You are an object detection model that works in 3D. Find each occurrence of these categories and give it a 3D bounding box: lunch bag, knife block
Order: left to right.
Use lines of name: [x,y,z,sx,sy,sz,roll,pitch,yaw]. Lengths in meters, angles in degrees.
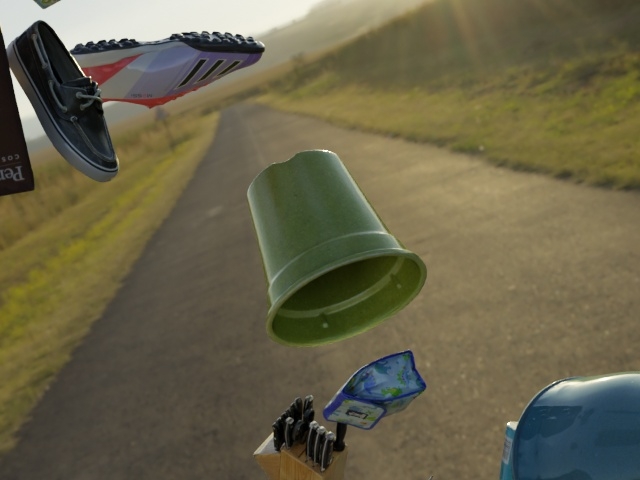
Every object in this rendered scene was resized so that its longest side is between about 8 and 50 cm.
knife block: [0.001,0.416,1.953,0.242,0.275,0.088,-14,24,51]
lunch bag: [0.087,0.261,1.794,0.151,0.096,0.129,-13,-23,-22]

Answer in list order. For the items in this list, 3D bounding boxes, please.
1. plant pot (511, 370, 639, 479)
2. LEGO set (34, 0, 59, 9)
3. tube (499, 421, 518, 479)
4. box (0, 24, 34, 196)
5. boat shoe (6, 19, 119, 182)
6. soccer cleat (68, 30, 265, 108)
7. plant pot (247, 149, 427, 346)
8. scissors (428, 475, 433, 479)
plant pot: [0.435,0.291,1.374,0.272,0.271,0.255,-28,-3,-31]
LEGO set: [-0.456,-0.513,1.960,0.244,0.060,0.182,-25,-24,9]
tube: [0.290,0.382,1.607,0.052,0.207,0.080,13,11,16]
box: [-0.472,-0.228,1.240,0.191,0.381,0.143,-13,12,-17]
boat shoe: [-0.317,-0.176,1.333,0.070,0.219,0.078,-35,-1,28]
soccer cleat: [-0.247,-0.276,1.726,0.318,0.116,0.108,-8,20,-15]
plant pot: [0.000,0.000,1.752,0.276,0.253,0.276,-18,-29,-11]
scissors: [0.094,0.506,1.676,0.021,0.109,0.297,25,61,37]
